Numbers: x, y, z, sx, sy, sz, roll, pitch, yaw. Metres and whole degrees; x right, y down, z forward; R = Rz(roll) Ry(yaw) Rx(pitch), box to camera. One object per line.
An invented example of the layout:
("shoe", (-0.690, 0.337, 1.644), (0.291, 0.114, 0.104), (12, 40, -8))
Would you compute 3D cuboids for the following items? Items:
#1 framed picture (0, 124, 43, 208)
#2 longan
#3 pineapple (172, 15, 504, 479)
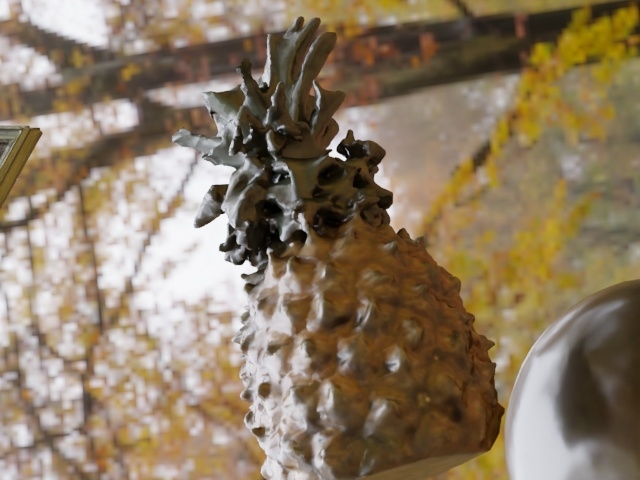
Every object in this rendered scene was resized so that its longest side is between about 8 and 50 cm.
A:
("framed picture", (-0.344, -0.008, 1.386), (0.252, 0.197, 0.014), (-70, -25, -43))
("longan", (0.242, 0.138, 1.260), (0.215, 0.246, 0.246), (-54, -43, -27))
("pineapple", (0.000, 0.000, 1.185), (0.169, 0.169, 0.340), (28, -139, -63))
